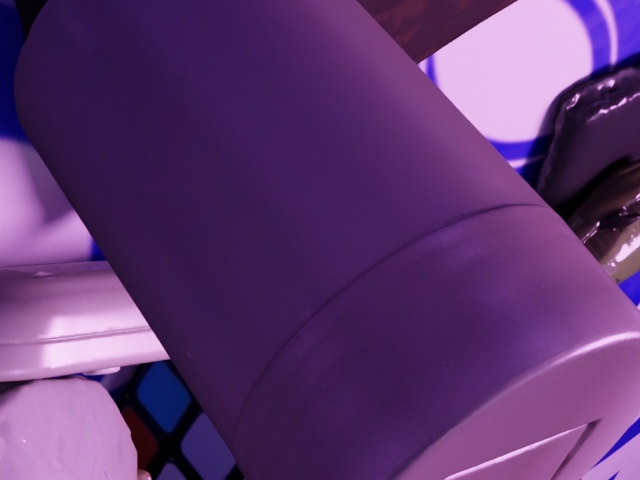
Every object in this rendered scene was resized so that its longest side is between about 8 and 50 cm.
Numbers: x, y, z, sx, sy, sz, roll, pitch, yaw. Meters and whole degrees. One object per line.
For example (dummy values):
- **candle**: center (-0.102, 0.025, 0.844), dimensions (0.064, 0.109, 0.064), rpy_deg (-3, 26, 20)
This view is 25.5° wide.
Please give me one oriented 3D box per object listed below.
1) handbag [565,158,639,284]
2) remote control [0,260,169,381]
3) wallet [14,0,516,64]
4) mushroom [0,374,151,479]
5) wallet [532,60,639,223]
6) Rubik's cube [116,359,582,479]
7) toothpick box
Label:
- **handbag**: center (0.166, 0.002, 0.824), dimensions (0.111, 0.047, 0.072), rpy_deg (-40, 151, -3)
- **remote control**: center (-0.073, 0.025, 0.540), dimensions (0.221, 0.078, 0.042), rpy_deg (-5, 94, -54)
- **wallet**: center (0.037, -0.121, 0.508), dimensions (0.309, 0.042, 0.165), rpy_deg (-33, 152, -15)
- **mushroom**: center (-0.215, 0.143, 0.470), dimensions (0.351, 0.097, 0.109), rpy_deg (-29, -167, -20)
- **wallet**: center (0.165, -0.009, 0.895), dimensions (0.146, 0.030, 0.285), rpy_deg (-23, 150, -29)
- **Rubik's cube**: center (-0.006, 0.153, 0.704), dimensions (0.182, 0.184, 0.187), rpy_deg (-14, 144, -51)
- **toothpick box**: center (0.000, 0.000, 0.403), dimensions (0.111, 0.180, 0.111), rpy_deg (-28, 151, -18)
